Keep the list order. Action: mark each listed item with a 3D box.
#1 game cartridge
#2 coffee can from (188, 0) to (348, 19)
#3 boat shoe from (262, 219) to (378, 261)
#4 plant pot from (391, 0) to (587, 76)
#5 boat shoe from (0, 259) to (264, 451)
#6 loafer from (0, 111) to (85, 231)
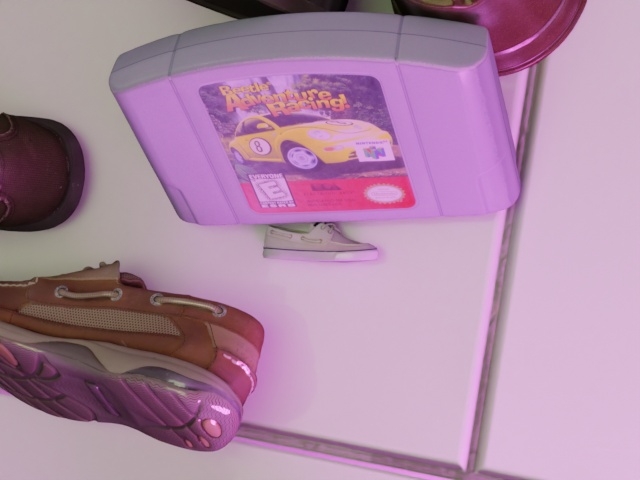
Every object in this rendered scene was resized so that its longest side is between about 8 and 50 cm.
[{"bbox_3d":[-0.005,-0.091,1.092,0.294,0.196,0.060,-2,49,17],"label":"game cartridge"},{"bbox_3d":[-0.036,-0.318,1.108,0.201,0.201,0.275,20,92,17],"label":"coffee can"},{"bbox_3d":[0.000,0.000,1.165,0.100,0.035,0.035,3,90,23],"label":"boat shoe"},{"bbox_3d":[0.113,-0.219,1.076,0.167,0.165,0.167,-1,87,17],"label":"plant pot"},{"bbox_3d":[-0.187,0.081,1.186,0.324,0.123,0.116,14,57,26],"label":"boat shoe"},{"bbox_3d":[-0.393,-0.070,1.236,0.366,0.130,0.134,-3,85,17],"label":"loafer"}]
